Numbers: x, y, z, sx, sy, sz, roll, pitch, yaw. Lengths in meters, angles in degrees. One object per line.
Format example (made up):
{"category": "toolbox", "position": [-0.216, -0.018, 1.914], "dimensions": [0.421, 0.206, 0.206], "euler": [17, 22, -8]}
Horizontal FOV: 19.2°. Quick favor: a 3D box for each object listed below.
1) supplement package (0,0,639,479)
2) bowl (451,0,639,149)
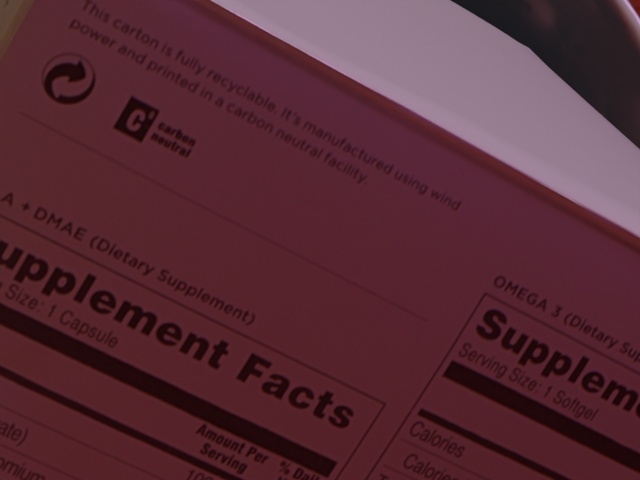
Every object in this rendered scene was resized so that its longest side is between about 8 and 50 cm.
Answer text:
{"category": "supplement package", "position": [-0.022, 0.000, 0.487], "dimensions": [0.204, 0.145, 0.262], "euler": [27, 14, -21]}
{"category": "bowl", "position": [0.000, 0.000, 0.831], "dimensions": [0.311, 0.311, 0.163], "euler": [37, -6, 13]}
